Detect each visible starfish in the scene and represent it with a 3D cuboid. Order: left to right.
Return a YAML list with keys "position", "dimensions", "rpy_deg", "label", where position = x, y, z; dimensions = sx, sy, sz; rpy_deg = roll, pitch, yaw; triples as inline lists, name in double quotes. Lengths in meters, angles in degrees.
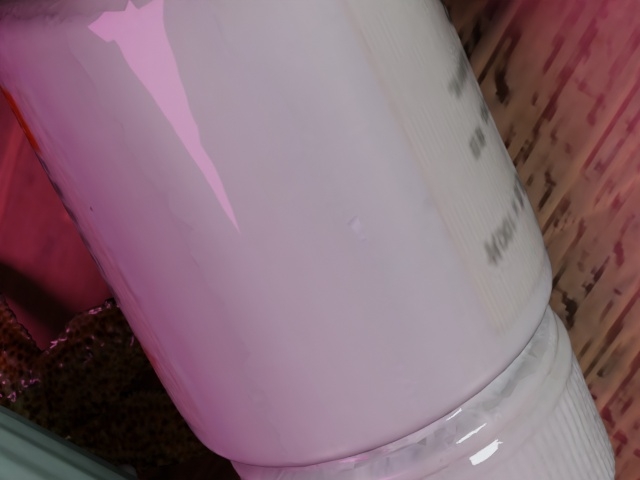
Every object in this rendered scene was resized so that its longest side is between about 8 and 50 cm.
- position: [-0.109, 0.088, 0.783]
  dimensions: [0.208, 0.053, 0.176]
  rpy_deg: [1, 114, 23]
  label: "starfish"

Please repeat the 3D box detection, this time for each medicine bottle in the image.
- position: [0.000, 0.000, 0.602]
  dimensions: [0.144, 0.144, 0.252]
  rpy_deg: [-11, 116, 35]
  label: "medicine bottle"

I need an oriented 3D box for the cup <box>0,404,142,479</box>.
- position: [-0.021, 0.258, 0.652]
  dimensions: [0.392, 0.310, 0.401]
  rpy_deg: [34, 147, -8]
  label: "cup"
